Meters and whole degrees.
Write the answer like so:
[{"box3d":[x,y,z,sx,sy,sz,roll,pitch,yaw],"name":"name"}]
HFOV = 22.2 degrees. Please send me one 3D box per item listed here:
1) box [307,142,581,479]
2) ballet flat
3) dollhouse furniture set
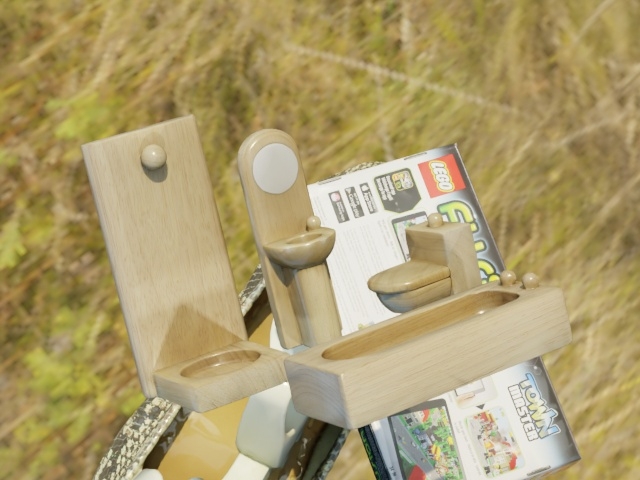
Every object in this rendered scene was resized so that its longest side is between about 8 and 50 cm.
[{"box3d":[0.063,0.054,0.968,0.036,0.114,0.207,112,140,-70],"name":"box"},{"box3d":[-0.053,0.139,1.185,0.164,0.483,0.182,31,164,-1],"name":"ballet flat"},{"box3d":[0.000,0.000,0.722,0.151,0.144,0.123,8,114,61],"name":"dollhouse furniture set"}]
